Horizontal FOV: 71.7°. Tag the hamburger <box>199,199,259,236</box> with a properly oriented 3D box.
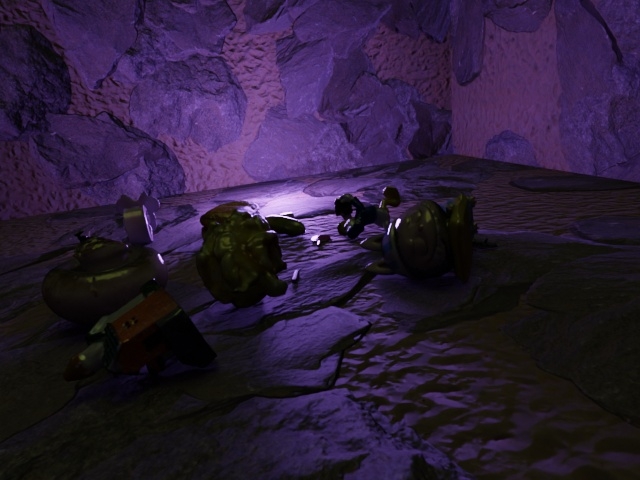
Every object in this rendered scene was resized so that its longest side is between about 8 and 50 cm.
[{"bbox_3d":[-0.416,-0.079,2.098,0.289,0.170,0.314,-7,18,10],"label":"hamburger"}]

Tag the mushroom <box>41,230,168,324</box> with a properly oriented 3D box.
[{"bbox_3d":[-0.674,0.101,1.396,0.362,0.295,0.362,-6,15,2],"label":"mushroom"}]

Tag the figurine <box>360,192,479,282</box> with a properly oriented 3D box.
[{"bbox_3d":[0.318,-0.028,1.491,0.377,0.267,0.361,1,19,25],"label":"figurine"}]

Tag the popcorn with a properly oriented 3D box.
[{"bbox_3d":[-0.252,0.068,1.380,0.279,0.274,0.336,-39,33,44],"label":"popcorn"}]

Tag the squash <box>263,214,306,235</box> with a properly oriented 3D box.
[{"bbox_3d":[-0.200,-0.078,2.155,0.094,0.095,0.340,-21,25,-39],"label":"squash"}]

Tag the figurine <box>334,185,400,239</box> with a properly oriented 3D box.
[{"bbox_3d":[0.178,-0.123,2.001,0.283,0.205,0.338,24,39,11],"label":"figurine"}]

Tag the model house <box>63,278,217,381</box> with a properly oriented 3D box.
[{"bbox_3d":[-0.447,0.263,1.068,0.300,0.190,0.271,-33,31,-24],"label":"model house"}]

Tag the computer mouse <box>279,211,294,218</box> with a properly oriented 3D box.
[{"bbox_3d":[-0.180,-0.129,2.392,0.066,0.039,0.096,-16,12,-29],"label":"computer mouse"}]

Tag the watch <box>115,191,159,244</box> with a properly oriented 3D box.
[{"bbox_3d":[-0.918,-0.108,2.251,0.210,0.249,0.217,-11,20,-17],"label":"watch"}]

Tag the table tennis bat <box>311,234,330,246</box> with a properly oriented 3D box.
[{"bbox_3d":[0.000,0.000,1.955,0.086,0.013,0.156,-3,16,5],"label":"table tennis bat"}]

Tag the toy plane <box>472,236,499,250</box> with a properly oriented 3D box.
[{"bbox_3d":[0.538,0.003,1.630,0.234,0.082,0.160,-4,44,12],"label":"toy plane"}]

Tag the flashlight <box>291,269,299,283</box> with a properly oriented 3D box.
[{"bbox_3d":[-0.087,0.128,1.558,0.018,0.018,0.083,-3,18,5],"label":"flashlight"}]
